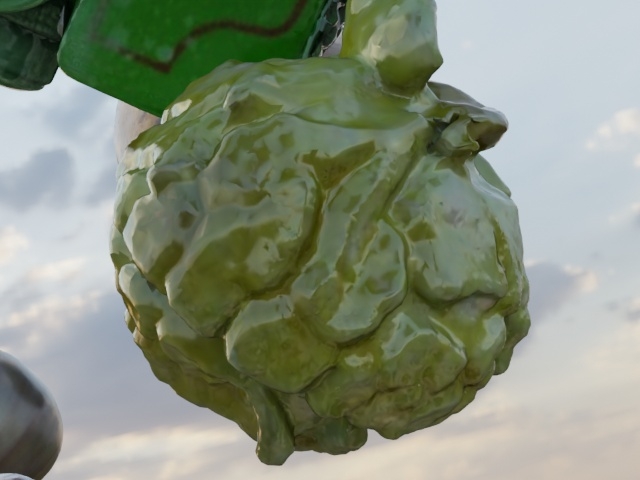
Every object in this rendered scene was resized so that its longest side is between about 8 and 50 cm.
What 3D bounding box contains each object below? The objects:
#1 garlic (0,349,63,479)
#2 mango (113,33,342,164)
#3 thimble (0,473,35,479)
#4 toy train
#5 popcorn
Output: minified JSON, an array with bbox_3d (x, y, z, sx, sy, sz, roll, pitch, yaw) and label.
[{"bbox_3d":[-0.272,0.112,0.934,0.214,0.160,0.191,-38,23,-7],"label":"garlic"},{"bbox_3d":[-0.049,-0.081,1.137,0.191,0.290,0.160,-14,-55,-2],"label":"mango"},{"bbox_3d":[-0.086,0.168,0.356,0.185,0.211,0.149,-20,2,43],"label":"thimble"},{"bbox_3d":[-0.057,-0.163,0.677,0.188,0.243,0.132,25,9,-1],"label":"toy train"},{"bbox_3d":[0.000,0.000,0.533,0.162,0.141,0.135,-48,-27,23],"label":"popcorn"}]
